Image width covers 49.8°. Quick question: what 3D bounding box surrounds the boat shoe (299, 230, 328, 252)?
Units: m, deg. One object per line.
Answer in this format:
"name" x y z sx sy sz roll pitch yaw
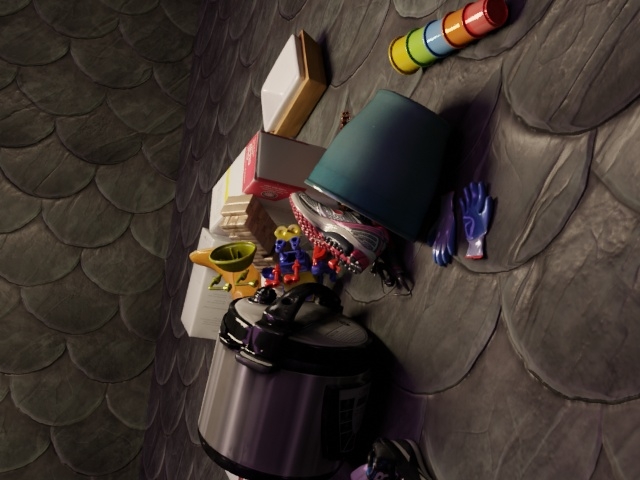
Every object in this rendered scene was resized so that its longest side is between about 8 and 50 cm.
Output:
"boat shoe" 0.000 0.000 1.890 0.226 0.083 0.076 -33 50 56

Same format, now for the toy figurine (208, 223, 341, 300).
"toy figurine" -0.087 0.105 1.781 0.217 0.362 0.191 70 -167 -45

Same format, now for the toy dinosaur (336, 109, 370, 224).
"toy dinosaur" 0.073 -0.169 1.728 0.322 0.164 0.218 62 164 11

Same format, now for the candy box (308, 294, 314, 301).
"candy box" -0.046 0.238 1.932 0.186 0.053 0.109 -62 30 31

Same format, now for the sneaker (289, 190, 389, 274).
"sneaker" 0.036 -0.033 1.634 0.299 0.112 0.121 38 161 36

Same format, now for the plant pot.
"plant pot" 0.143 -0.170 1.475 0.255 0.272 0.271 -61 27 3

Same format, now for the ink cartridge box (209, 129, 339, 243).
"ink cartridge box" -0.129 -0.131 1.983 0.385 0.279 0.160 -37 47 55

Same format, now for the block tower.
"block tower" -0.152 0.016 1.908 0.097 0.335 0.091 -2 51 34

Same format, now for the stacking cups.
"stacking cups" 0.266 -0.446 1.485 0.316 0.096 0.096 -9 72 64

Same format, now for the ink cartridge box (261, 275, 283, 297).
"ink cartridge box" -0.120 0.140 2.082 0.092 0.090 0.143 -47 41 50

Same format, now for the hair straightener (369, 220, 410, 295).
"hair straightener" 0.154 0.055 1.603 0.089 0.047 0.230 -63 34 32

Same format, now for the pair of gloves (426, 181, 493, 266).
"pair of gloves" 0.276 -0.031 1.390 0.198 0.023 0.159 -15 67 62

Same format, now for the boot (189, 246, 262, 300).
"boot" -0.266 0.134 2.163 0.104 0.295 0.211 107 163 -69

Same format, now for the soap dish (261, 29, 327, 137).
"soap dish" -0.086 -0.493 2.230 0.291 0.118 0.229 -52 36 46

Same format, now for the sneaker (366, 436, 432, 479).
"sneaker" 0.154 0.475 1.327 0.079 0.121 0.217 -69 27 24

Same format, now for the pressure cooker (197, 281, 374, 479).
"pressure cooker" -0.075 0.301 1.589 0.370 0.375 0.420 -146 68 -66

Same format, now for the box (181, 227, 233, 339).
"box" -0.325 0.155 2.367 0.168 0.215 0.345 36 112 63

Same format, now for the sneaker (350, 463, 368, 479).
"sneaker" 0.101 0.550 1.488 0.094 0.080 0.212 64 145 35

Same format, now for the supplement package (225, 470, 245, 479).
"supplement package" -0.148 0.588 1.892 0.194 0.149 0.203 26 103 64
